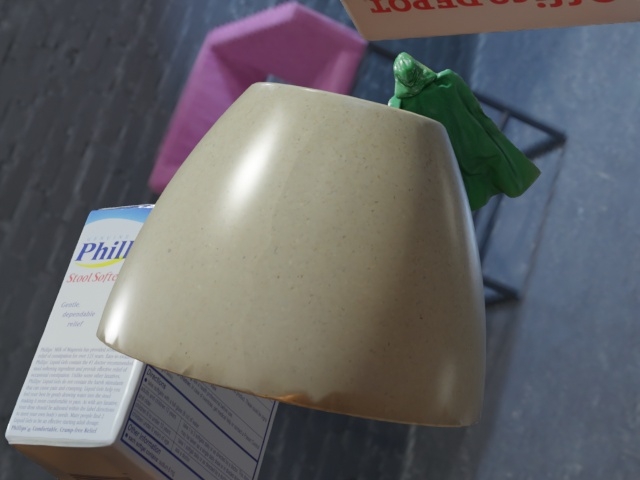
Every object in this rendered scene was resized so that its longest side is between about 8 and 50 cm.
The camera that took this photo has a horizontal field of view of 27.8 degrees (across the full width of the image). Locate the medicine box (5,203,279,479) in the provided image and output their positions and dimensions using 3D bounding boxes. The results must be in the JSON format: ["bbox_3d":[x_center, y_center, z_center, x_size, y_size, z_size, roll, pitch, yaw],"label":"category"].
[{"bbox_3d":[-0.172,0.149,1.435,0.149,0.263,0.289,-3,56,29],"label":"medicine box"}]

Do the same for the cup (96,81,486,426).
[{"bbox_3d":[0.000,0.000,1.093,0.331,0.331,0.237,-160,83,-76],"label":"cup"}]

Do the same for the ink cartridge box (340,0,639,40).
[{"bbox_3d":[0.082,-0.272,0.688,0.198,0.270,0.197,2,53,35],"label":"ink cartridge box"}]

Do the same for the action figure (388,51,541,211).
[{"bbox_3d":[0.125,-0.110,1.305,0.137,0.232,0.063,-28,51,8],"label":"action figure"}]
